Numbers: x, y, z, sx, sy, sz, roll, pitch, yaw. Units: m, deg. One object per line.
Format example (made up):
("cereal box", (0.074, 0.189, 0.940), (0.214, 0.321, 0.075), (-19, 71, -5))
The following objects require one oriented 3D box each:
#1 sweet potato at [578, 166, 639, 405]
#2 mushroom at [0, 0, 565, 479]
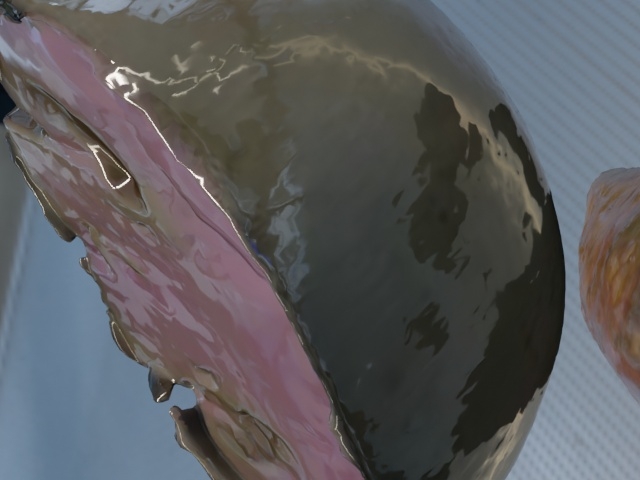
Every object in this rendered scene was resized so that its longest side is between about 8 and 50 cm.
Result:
("sweet potato", (0.164, 0.026, 0.520), (0.337, 0.131, 0.131), (-115, 34, -63))
("mushroom", (0.000, 0.000, 0.398), (0.141, 0.117, 0.188), (41, 154, 58))
